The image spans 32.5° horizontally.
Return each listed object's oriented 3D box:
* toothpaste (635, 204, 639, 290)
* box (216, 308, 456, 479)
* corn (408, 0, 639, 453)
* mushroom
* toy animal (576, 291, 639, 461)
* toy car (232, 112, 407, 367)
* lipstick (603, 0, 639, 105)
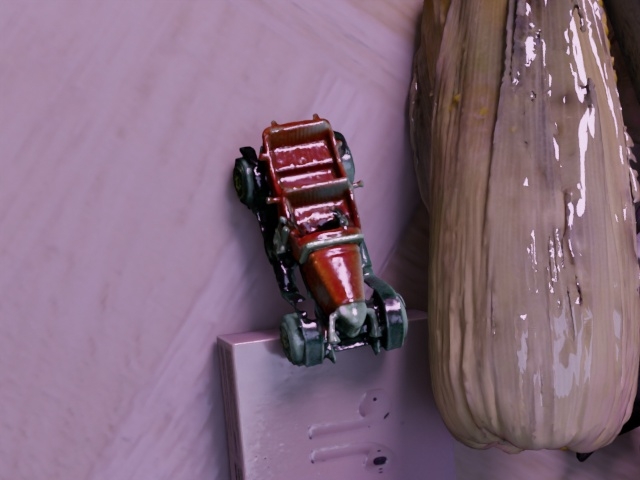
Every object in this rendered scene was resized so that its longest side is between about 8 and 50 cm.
[{"bbox_3d":[0.279,-0.066,0.705,0.075,0.048,0.301,43,59,11],"label":"toothpaste"},{"bbox_3d":[0.010,0.114,0.660,0.129,0.051,0.130,-6,95,-17],"label":"box"},{"bbox_3d":[0.113,-0.033,0.618,0.122,0.123,0.305,-3,73,5],"label":"corn"},{"bbox_3d":[0.213,-0.102,0.702,0.084,0.067,0.083,-7,107,-22],"label":"mushroom"},{"bbox_3d":[0.191,0.067,0.713,0.121,0.117,0.210,-20,76,-51],"label":"toy animal"},{"bbox_3d":[0.000,0.000,0.623,0.073,0.054,0.143,-10,65,-15],"label":"toy car"},{"bbox_3d":[0.196,-0.192,0.643,0.078,0.076,0.289,-13,78,-10],"label":"lipstick"}]
